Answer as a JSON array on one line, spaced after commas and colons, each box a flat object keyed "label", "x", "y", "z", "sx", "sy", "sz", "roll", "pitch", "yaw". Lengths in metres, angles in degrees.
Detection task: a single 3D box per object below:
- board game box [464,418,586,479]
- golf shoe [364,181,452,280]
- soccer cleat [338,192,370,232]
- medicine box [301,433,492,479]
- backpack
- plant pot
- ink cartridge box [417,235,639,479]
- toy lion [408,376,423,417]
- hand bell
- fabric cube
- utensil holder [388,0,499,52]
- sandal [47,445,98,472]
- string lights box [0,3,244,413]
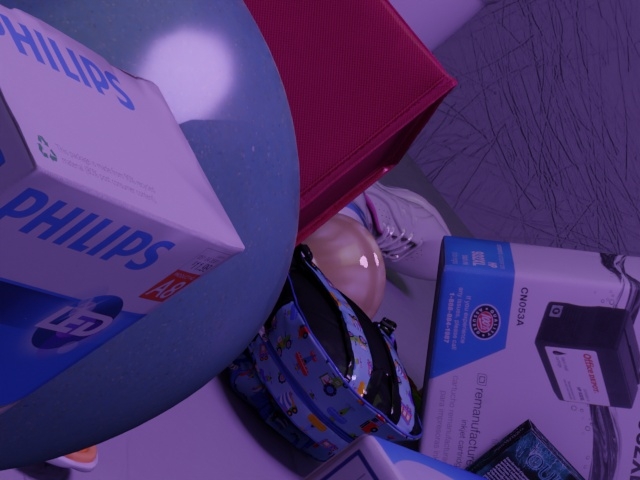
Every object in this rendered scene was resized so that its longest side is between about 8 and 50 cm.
[{"label": "board game box", "x": 0.214, "y": 0.276, "z": 1.580, "sx": 0.186, "sy": 0.126, "sz": 0.026, "roll": 47, "pitch": 11, "yaw": -14}, {"label": "golf shoe", "x": 0.061, "y": -0.021, "z": 2.084, "sx": 0.306, "sy": 0.115, "sz": 0.140, "roll": 36, "pitch": 26, "yaw": -28}, {"label": "soccer cleat", "x": 0.000, "y": 0.000, "z": 1.787, "sx": 0.331, "sy": 0.116, "sz": 0.143, "roll": -69, "pitch": 142, "yaw": -81}, {"label": "medicine box", "x": 0.101, "y": 0.292, "z": 1.026, "sx": 0.289, "sy": 0.149, "sz": 0.263, "roll": 56, "pitch": 13, "yaw": 28}, {"label": "backpack", "x": 0.002, "y": 0.111, "z": 1.328, "sx": 0.158, "sy": 0.117, "sz": 0.173, "roll": 43, "pitch": 12, "yaw": -33}, {"label": "plant pot", "x": -0.181, "y": -0.013, "z": 0.712, "sx": 0.290, "sy": 0.290, "sz": 0.195, "roll": 49, "pitch": 33, "yaw": 0}, {"label": "ink cartridge box", "x": 0.260, "y": 0.131, "z": 1.622, "sx": 0.308, "sy": 0.223, "sz": 0.129, "roll": 6, "pitch": 13, "yaw": 2}, {"label": "toy lion", "x": 0.074, "y": 0.144, "z": 1.740, "sx": 0.096, "sy": 0.034, "sz": 0.100, "roll": 48, "pitch": 9, "yaw": 34}, {"label": "hand bell", "x": -0.053, "y": 0.036, "z": 1.490, "sx": 0.126, "sy": 0.126, "sz": 0.242, "roll": 53, "pitch": 25, "yaw": 19}, {"label": "fabric cube", "x": -0.100, "y": -0.100, "z": 1.107, "sx": 0.258, "sy": 0.259, "sz": 0.254, "roll": 50, "pitch": -11, "yaw": 4}, {"label": "utensil holder", "x": -0.043, "y": -0.267, "z": 1.727, "sx": 0.327, "sy": 0.385, "sz": 0.327, "roll": 47, "pitch": 12, "yaw": -13}, {"label": "sandal", "x": -0.194, "y": 0.018, "z": 0.976, "sx": 0.265, "sy": 0.076, "sz": 0.102, "roll": 55, "pitch": 13, "yaw": 28}, {"label": "string lights box", "x": -0.170, "y": 0.031, "z": 0.527, "sx": 0.076, "sy": 0.260, "sz": 0.133, "roll": 62, "pitch": 15, "yaw": 20}]
